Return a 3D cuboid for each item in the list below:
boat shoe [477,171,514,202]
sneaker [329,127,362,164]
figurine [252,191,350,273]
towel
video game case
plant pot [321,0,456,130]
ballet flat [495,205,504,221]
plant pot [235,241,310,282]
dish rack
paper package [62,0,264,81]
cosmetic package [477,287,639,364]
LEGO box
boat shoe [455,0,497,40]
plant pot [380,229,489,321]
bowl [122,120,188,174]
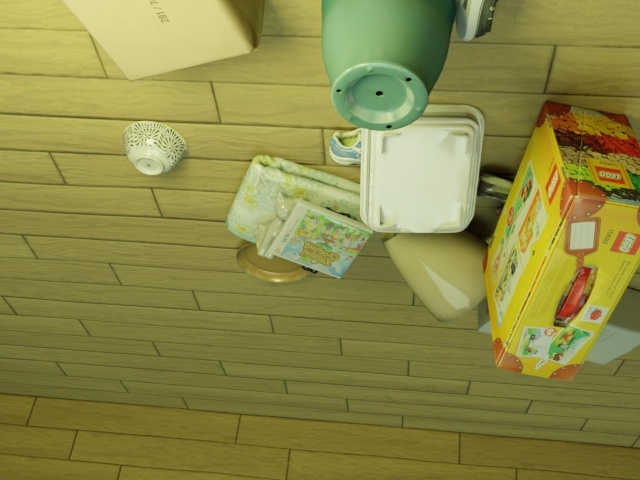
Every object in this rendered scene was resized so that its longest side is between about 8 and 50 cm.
[{"bbox_3d":[0.495,-0.107,1.949,0.223,0.080,0.073,20,105,-9],"label":"boat shoe"},{"bbox_3d":[0.122,-0.223,1.866,0.211,0.080,0.081,0,149,10],"label":"sneaker"},{"bbox_3d":[-0.053,-0.031,2.050,0.215,0.092,0.209,18,135,-15],"label":"figurine"},{"bbox_3d":[-0.047,-0.079,2.119,0.374,0.090,0.320,16,143,-13],"label":"towel"},{"bbox_3d":[0.000,0.000,2.007,0.212,0.023,0.193,21,130,-16],"label":"video game case"},{"bbox_3d":[0.122,-0.363,1.493,0.271,0.255,0.272,5,146,4],"label":"plant pot"},{"bbox_3d":[0.575,-0.020,2.086,0.241,0.077,0.091,21,147,-19],"label":"ballet flat"},{"bbox_3d":[-0.143,0.057,2.391,0.236,0.032,0.236,6,148,4],"label":"plant pot"},{"bbox_3d":[0.237,-0.152,1.828,0.285,0.072,0.333,0,123,0],"label":"dish rack"},{"bbox_3d":[-0.314,-0.488,1.473,0.309,0.168,0.325,-8,145,22],"label":"paper package"},{"bbox_3d":[0.726,0.214,2.334,0.453,0.161,0.230,17,146,-13],"label":"cosmetic package"},{"bbox_3d":[0.538,0.003,1.743,0.193,0.372,0.500,9,130,-3],"label":"LEGO box"},{"bbox_3d":[0.315,-0.472,1.459,0.076,0.080,0.228,-11,144,-10],"label":"boat shoe"},{"bbox_3d":[0.305,0.038,2.114,0.274,0.256,0.256,40,138,-16],"label":"plant pot"},{"bbox_3d":[-0.430,-0.220,1.984,0.170,0.080,0.170,5,148,3],"label":"bowl"}]
